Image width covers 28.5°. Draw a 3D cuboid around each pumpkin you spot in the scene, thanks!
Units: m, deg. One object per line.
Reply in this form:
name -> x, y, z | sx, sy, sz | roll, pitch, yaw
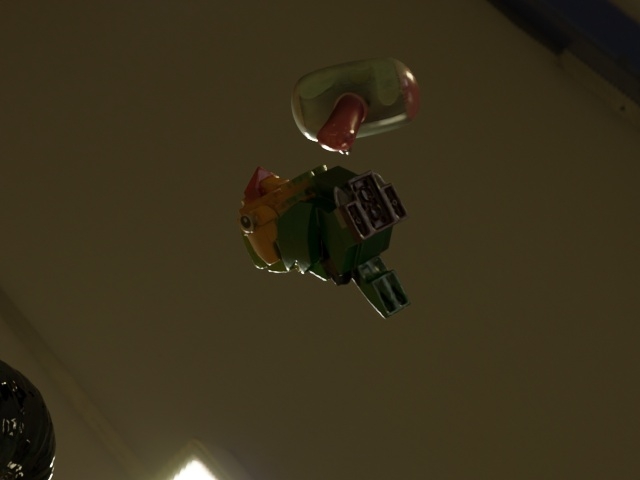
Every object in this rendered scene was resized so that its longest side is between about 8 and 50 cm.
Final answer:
pumpkin -> -0.301, 0.186, 1.019 | 0.140, 0.202, 0.202 | 25, -98, 27

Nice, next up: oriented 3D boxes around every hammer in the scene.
hammer -> 0.011, -0.049, 0.491 | 0.053, 0.083, 0.031 | -12, -74, 12

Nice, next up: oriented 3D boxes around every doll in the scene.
doll -> -0.001, -0.008, 1.239 | 0.186, 0.106, 0.134 | 11, -63, 38
